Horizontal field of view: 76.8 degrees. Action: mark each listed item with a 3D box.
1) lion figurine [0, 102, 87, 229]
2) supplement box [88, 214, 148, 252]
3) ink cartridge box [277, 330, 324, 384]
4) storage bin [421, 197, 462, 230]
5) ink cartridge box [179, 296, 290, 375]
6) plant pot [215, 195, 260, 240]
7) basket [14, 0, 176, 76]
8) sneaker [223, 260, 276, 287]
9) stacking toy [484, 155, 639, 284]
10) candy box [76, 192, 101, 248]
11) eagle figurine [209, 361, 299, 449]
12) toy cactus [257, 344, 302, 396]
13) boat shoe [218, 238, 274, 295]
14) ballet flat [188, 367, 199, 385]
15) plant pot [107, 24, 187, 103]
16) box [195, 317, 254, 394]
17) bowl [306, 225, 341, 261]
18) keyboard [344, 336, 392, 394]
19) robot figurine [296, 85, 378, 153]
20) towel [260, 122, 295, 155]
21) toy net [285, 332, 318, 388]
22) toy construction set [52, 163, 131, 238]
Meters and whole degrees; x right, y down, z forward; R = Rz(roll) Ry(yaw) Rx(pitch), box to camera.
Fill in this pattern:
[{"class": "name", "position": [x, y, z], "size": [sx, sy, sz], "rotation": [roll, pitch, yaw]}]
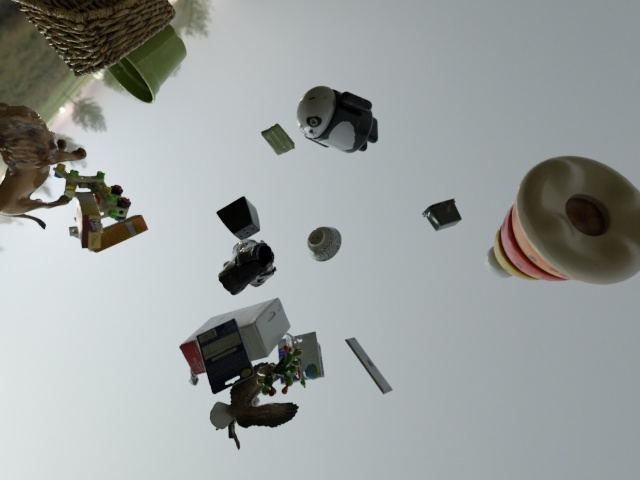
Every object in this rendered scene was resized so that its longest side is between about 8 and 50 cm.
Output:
[{"class": "lion figurine", "position": [-0.803, -0.175, 1.097], "size": [0.391, 0.142, 0.240], "rotation": [-64, 172, 19]}, {"class": "supplement box", "position": [-0.845, -0.030, 1.671], "size": [0.078, 0.080, 0.233], "rotation": [2, -151, 41]}, {"class": "ink cartridge box", "position": [-0.095, 0.545, 1.873], "size": [0.207, 0.045, 0.208], "rotation": [-15, -116, 15]}, {"class": "storage bin", "position": [0.485, -0.099, 1.580], "size": [0.091, 0.135, 0.098], "rotation": [65, -24, 19]}, {"class": "ink cartridge box", "position": [-0.361, 0.414, 1.759], "size": [0.385, 0.160, 0.279], "rotation": [-20, -171, 20]}, {"class": "plant pot", "position": [-0.446, -0.109, 2.289], "size": [0.188, 0.188, 0.166], "rotation": [-31, -114, 2]}, {"class": "basket", "position": [-0.537, -0.588, 0.996], "size": [0.214, 0.223, 0.299], "rotation": [2, -131, 33]}, {"class": "sneaker", "position": [-0.268, 0.109, 1.627], "size": [0.153, 0.235, 0.094], "rotation": [-33, -128, 17]}, {"class": "stacking toy", "position": [0.642, 0.012, 1.190], "size": [0.479, 0.351, 0.350], "rotation": [104, 12, -68]}, {"class": "candy box", "position": [-0.706, -0.062, 1.226], "size": [0.187, 0.053, 0.109], "rotation": [38, -58, 49]}, {"class": "eagle figurine", "position": [-0.271, 0.653, 1.619], "size": [0.298, 0.226, 0.225], "rotation": [-33, -161, 13]}, {"class": "toy cactus", "position": [-0.155, 0.442, 1.378], "size": [0.181, 0.112, 0.219], "rotation": [-21, -155, 41]}, {"class": "boat shoe", "position": [-0.217, 0.054, 1.361], "size": [0.158, 0.127, 0.340], "rotation": [-33, -162, 15]}, {"class": "ballet flat", "position": [-0.595, 0.615, 1.873], "size": [0.057, 0.049, 0.173], "rotation": [-68, 170, -55]}, {"class": "plant pot", "position": [-0.688, -0.738, 1.617], "size": [0.276, 0.276, 0.253], "rotation": [8, -126, 52]}, {"class": "box", "position": [-0.298, 0.364, 1.267], "size": [0.137, 0.036, 0.225], "rotation": [-23, -134, -11]}, {"class": "bowl", "position": [0.000, 0.000, 1.761], "size": [0.170, 0.080, 0.169], "rotation": [-14, -120, 25]}, {"class": "keyboard", "position": [0.188, 0.488, 1.592], "size": [0.014, 0.072, 0.256], "rotation": [-49, -121, 19]}, {"class": "robot figurine", "position": [0.057, -0.385, 1.312], "size": [0.209, 0.279, 0.173], "rotation": [-62, -148, 21]}, {"class": "towel", "position": [-0.195, -0.464, 1.866], "size": [0.110, 0.148, 0.027], "rotation": [-22, -141, 23]}, {"class": "toy net", "position": [-0.088, 0.495, 1.704], "size": [0.232, 0.045, 0.122], "rotation": [59, -37, 33]}, {"class": "toy construction set", "position": [-0.823, -0.145, 1.456], "size": [0.151, 0.215, 0.327], "rotation": [-49, -125, 27]}]
